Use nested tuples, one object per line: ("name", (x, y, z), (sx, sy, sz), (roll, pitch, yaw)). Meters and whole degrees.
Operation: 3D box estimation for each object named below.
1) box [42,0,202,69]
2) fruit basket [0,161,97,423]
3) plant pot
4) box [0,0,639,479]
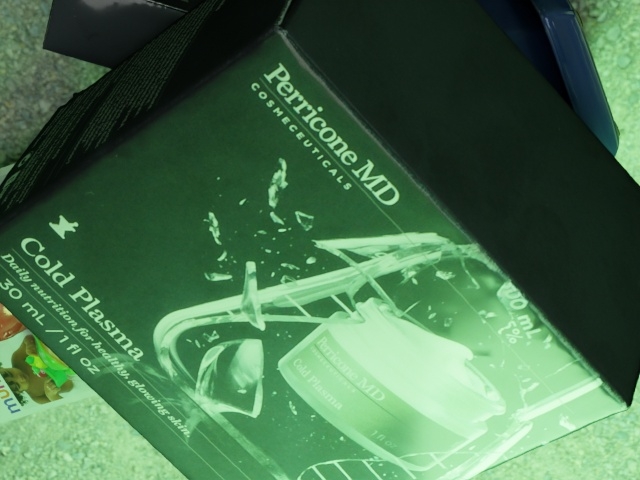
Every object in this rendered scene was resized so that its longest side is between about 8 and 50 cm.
("box", (-0.204, -0.253, 1.898), (0.156, 0.158, 0.093), (16, 118, -7))
("fruit basket", (-0.342, 0.067, 2.080), (0.353, 0.165, 0.327), (-20, 117, 15))
("plant pot", (0.186, -0.165, 1.906), (0.212, 0.236, 0.236), (-23, 117, 5))
("box", (0.000, 0.000, 1.721), (0.471, 0.297, 0.480), (-32, 111, 36))
